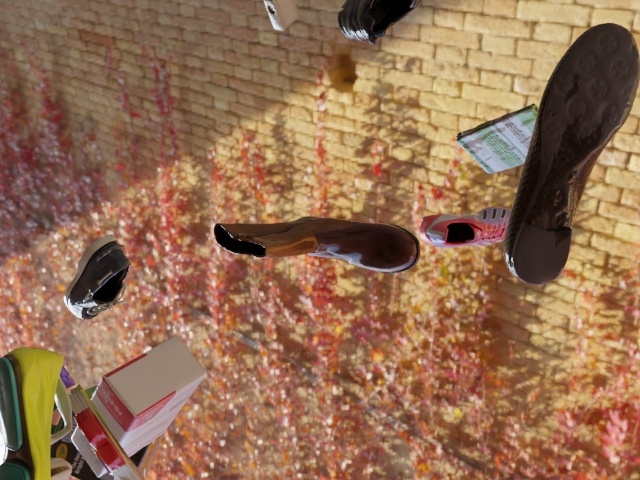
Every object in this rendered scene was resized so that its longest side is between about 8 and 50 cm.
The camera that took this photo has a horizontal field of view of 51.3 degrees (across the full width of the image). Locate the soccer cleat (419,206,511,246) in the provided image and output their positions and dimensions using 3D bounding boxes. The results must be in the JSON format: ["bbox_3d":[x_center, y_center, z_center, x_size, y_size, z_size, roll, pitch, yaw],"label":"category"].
[{"bbox_3d":[0.317,-0.021,1.352,0.248,0.083,0.095,-3,-165,-25],"label":"soccer cleat"}]

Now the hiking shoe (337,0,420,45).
[{"bbox_3d":[0.123,-0.372,0.935,0.086,0.227,0.114,25,-167,-34],"label":"hiking shoe"}]

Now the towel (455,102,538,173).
[{"bbox_3d":[0.321,-0.170,1.126,0.152,0.113,0.023,-19,-135,44],"label":"towel"}]

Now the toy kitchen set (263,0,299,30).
[{"bbox_3d":[-0.087,-0.296,0.821,0.083,0.075,0.068,23,-119,37],"label":"toy kitchen set"}]

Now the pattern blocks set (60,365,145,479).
[{"bbox_3d":[-0.272,0.288,0.882,0.026,0.325,0.285,-34,-146,-21],"label":"pattern blocks set"}]

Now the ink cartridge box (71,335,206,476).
[{"bbox_3d":[-0.340,0.308,1.237,0.100,0.237,0.172,47,-141,13],"label":"ink cartridge box"}]

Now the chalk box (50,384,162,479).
[{"bbox_3d":[-0.562,0.488,1.680,0.289,0.180,0.179,24,178,3],"label":"chalk box"}]

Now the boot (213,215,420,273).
[{"bbox_3d":[0.000,0.000,1.149,0.264,0.096,0.280,23,-165,38],"label":"boot"}]

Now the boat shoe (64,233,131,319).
[{"bbox_3d":[-0.406,0.087,1.239,0.079,0.254,0.095,48,-138,11],"label":"boat shoe"}]

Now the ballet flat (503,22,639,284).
[{"bbox_3d":[0.230,-0.079,0.634,0.084,0.250,0.058,12,-167,-4],"label":"ballet flat"}]

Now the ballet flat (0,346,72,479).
[{"bbox_3d":[-0.309,0.230,0.725,0.077,0.231,0.077,-1,179,39],"label":"ballet flat"}]
